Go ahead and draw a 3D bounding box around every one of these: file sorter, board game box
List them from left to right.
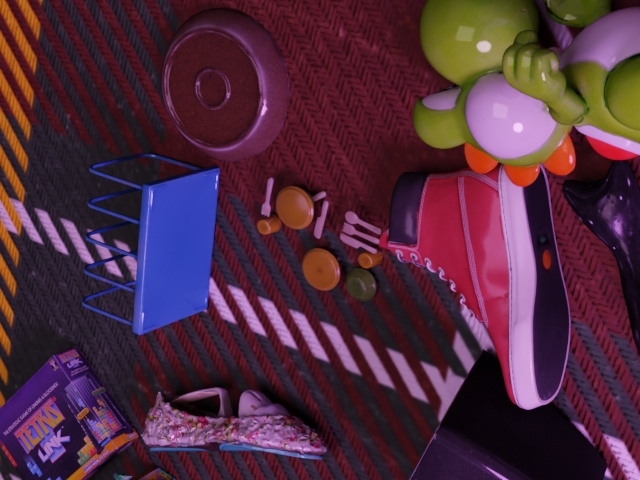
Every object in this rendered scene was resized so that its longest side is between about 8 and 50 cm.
[{"bbox_3d":[-0.324,0.236,1.754,0.170,0.048,0.141,-43,80,32],"label":"board game box"},{"bbox_3d":[-0.194,-0.002,1.571,0.104,0.118,0.170,18,112,31],"label":"file sorter"}]

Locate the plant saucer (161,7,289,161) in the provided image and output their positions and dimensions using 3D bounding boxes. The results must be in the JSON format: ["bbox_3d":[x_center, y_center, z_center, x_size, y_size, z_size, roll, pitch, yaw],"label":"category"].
[{"bbox_3d":[-0.111,-0.167,1.527,0.168,0.029,0.168,9,107,31],"label":"plant saucer"}]

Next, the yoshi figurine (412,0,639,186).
[{"bbox_3d":[0.218,-0.172,1.218,0.362,0.203,0.203,-8,67,41],"label":"yoshi figurine"}]

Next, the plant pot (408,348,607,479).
[{"bbox_3d":[0.172,0.254,1.379,0.167,0.187,0.188,30,117,9],"label":"plant pot"}]

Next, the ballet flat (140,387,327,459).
[{"bbox_3d":[-0.102,0.205,1.591,0.241,0.091,0.077,-1,80,29],"label":"ballet flat"}]

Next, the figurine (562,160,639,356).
[{"bbox_3d":[0.344,-0.007,1.256,0.215,0.092,0.209,-33,81,33],"label":"figurine"}]

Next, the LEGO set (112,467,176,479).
[{"bbox_3d":[-0.263,0.449,1.684,0.255,0.192,0.331,-9,98,33],"label":"LEGO set"}]

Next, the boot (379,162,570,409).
[{"bbox_3d":[0.146,0.047,1.391,0.176,0.088,0.244,-7,91,33],"label":"boot"}]

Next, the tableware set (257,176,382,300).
[{"bbox_3d":[0.000,0.000,1.507,0.154,0.024,0.104,24,118,23],"label":"tableware set"}]
